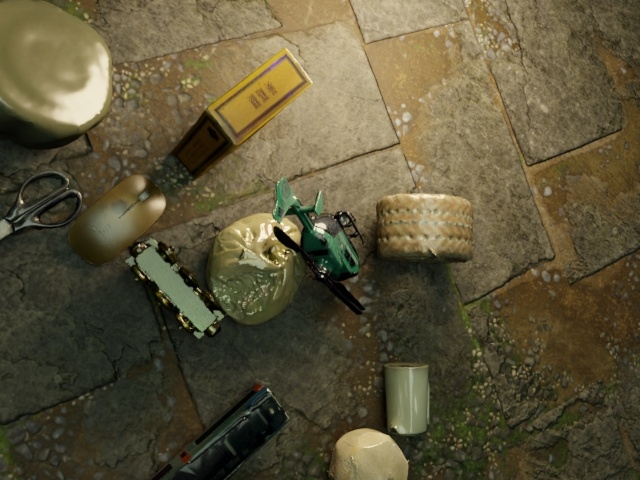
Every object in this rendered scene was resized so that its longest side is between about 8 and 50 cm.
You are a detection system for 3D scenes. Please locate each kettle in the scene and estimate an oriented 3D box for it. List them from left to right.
[{"bbox_3d":[0.192,0.347,1.363,0.098,0.127,0.148,-2,86,9],"label":"kettle"}]

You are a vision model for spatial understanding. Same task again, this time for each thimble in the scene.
[{"bbox_3d":[0.230,-0.020,1.365,0.229,0.196,0.148,10,81,-51],"label":"thimble"}]

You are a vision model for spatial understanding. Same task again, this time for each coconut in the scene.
[{"bbox_3d":[0.101,0.471,1.260,0.161,0.162,0.161,3,83,-23],"label":"coconut"}]

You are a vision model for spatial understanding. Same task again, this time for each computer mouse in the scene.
[{"bbox_3d":[-0.388,-0.042,1.187,0.199,0.045,0.102,-46,104,-20],"label":"computer mouse"}]

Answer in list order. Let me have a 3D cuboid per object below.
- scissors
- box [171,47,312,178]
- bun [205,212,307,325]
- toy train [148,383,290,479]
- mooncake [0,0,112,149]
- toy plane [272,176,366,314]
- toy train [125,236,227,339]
[{"bbox_3d":[-0.572,-0.019,1.106,0.300,0.022,0.109,-41,99,-27],"label":"scissors"},{"bbox_3d":[-0.158,-0.229,1.166,0.193,0.301,0.084,-45,103,-21],"label":"box"},{"bbox_3d":[-0.123,0.054,1.246,0.210,0.116,0.237,20,74,-20],"label":"bun"},{"bbox_3d":[-0.240,0.440,1.164,0.409,0.089,0.086,-39,106,-21],"label":"toy train"},{"bbox_3d":[-0.507,-0.293,1.096,0.275,0.135,0.275,15,69,-44],"label":"mooncake"},{"bbox_3d":[0.000,0.000,1.229,0.382,0.106,0.155,57,34,-47],"label":"toy plane"},{"bbox_3d":[-0.274,0.092,1.170,0.090,0.137,0.225,-42,96,-14],"label":"toy train"}]
